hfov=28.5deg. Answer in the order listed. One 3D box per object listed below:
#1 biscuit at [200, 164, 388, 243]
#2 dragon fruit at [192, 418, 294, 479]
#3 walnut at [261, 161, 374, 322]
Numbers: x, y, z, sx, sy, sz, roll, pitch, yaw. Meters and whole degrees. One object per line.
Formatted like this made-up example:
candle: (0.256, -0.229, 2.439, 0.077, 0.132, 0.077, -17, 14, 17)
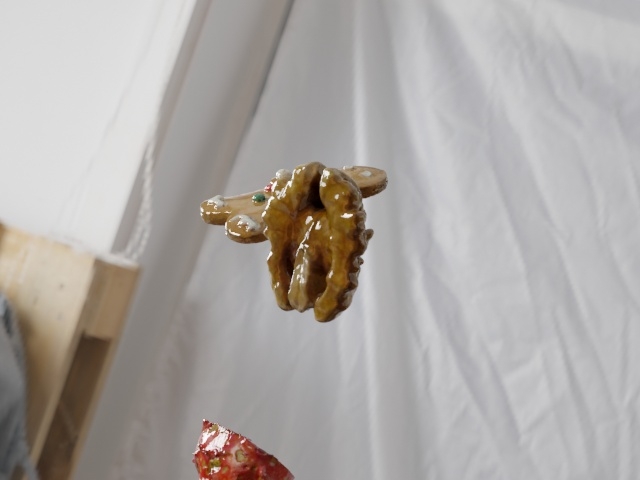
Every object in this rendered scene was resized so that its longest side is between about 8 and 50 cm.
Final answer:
biscuit: (-0.034, -0.080, 2.126, 0.340, 0.047, 0.216, -17, 26, -26)
dragon fruit: (-0.122, 0.327, 1.698, 0.153, 0.111, 0.153, 32, -18, 12)
walnut: (0.000, 0.000, 1.369, 0.069, 0.170, 0.143, -4, 16, -45)
